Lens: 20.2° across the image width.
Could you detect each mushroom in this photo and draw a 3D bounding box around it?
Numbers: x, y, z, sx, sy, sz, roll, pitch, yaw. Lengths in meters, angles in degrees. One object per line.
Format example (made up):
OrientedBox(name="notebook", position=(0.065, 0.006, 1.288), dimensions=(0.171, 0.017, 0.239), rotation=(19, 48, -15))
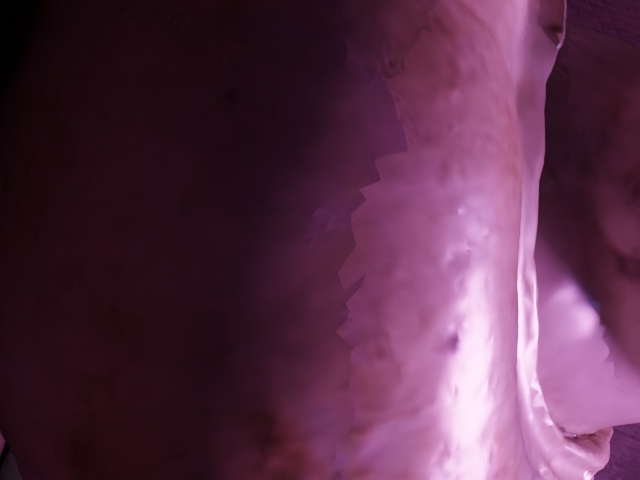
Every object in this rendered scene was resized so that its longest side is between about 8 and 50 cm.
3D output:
OrientedBox(name="mushroom", position=(0.010, -0.008, 0.444), dimensions=(0.255, 0.184, 0.255), rotation=(7, 90, -73))

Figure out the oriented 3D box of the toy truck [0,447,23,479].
OrientedBox(name="toy truck", position=(-0.073, 0.044, 0.636), dimensions=(0.081, 0.067, 0.175), rotation=(-15, 129, -80))
